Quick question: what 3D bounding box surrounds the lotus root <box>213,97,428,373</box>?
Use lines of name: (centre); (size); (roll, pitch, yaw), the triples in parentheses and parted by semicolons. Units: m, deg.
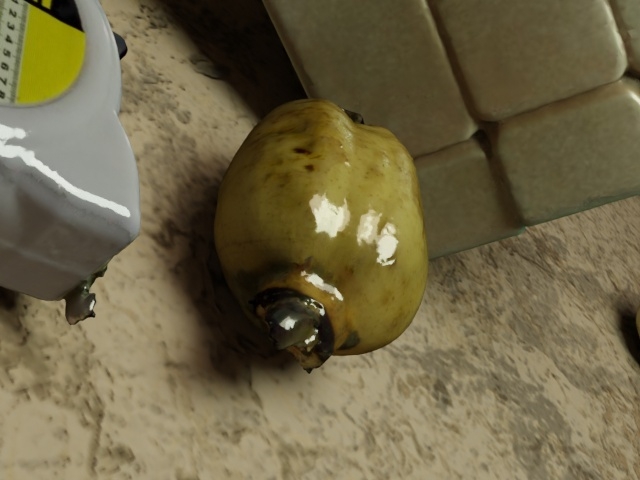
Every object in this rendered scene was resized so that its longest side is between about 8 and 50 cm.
lotus root: (0.000, 0.000, 0.599); (0.125, 0.118, 0.221); (12, 39, -4)

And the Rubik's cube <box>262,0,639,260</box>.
Rubik's cube: (0.153, -0.217, 0.786); (0.318, 0.316, 0.322); (64, 24, -21)

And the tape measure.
tape measure: (-0.171, -0.075, 0.457); (0.196, 0.105, 0.178); (30, 42, -33)

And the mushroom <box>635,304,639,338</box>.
mushroom: (0.374, 0.091, 1.048); (0.148, 0.112, 0.148); (33, 33, -26)
